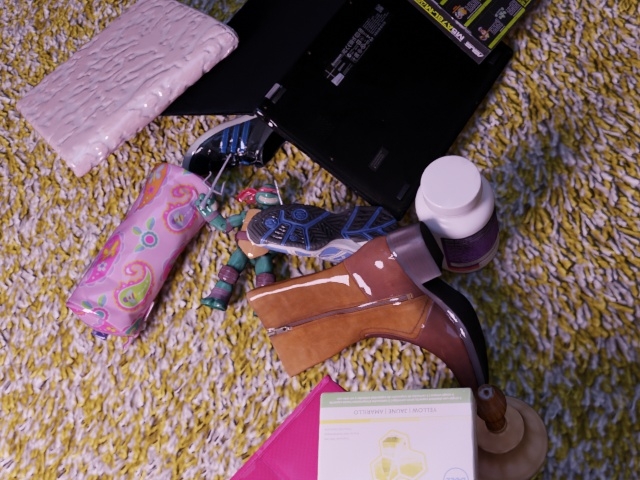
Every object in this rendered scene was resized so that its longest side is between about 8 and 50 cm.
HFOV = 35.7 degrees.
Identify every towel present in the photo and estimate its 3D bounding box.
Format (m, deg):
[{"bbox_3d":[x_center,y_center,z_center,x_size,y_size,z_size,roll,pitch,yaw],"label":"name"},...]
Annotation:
[{"bbox_3d":[-0.326,-0.267,1.633,0.332,0.053,0.317,-43,39,-9],"label":"towel"}]

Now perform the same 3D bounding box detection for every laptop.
[{"bbox_3d":[0.016,-0.252,1.577,0.408,0.236,0.382,37,64,-4],"label":"laptop"}]

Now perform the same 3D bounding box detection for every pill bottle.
[{"bbox_3d":[0.190,-0.038,1.380,0.108,0.193,0.108,-5,65,11],"label":"pill bottle"}]

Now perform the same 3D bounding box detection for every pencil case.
[{"bbox_3d":[-0.268,0.019,1.514,0.124,0.124,0.284,23,73,22],"label":"pencil case"}]

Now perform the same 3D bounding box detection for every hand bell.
[{"bbox_3d":[0.216,0.219,1.228,0.126,0.242,0.126,-6,64,11],"label":"hand bell"}]

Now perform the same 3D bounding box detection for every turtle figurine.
[{"bbox_3d":[-0.097,-0.006,1.482,0.175,0.118,0.234,6,80,24],"label":"turtle figurine"}]

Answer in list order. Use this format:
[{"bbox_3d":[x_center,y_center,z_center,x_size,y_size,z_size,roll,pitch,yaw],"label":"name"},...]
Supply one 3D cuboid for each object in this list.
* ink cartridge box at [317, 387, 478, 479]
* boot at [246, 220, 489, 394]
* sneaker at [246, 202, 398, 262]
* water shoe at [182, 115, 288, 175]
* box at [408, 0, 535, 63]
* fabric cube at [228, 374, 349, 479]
[{"bbox_3d":[0.083,0.279,1.057,0.171,0.056,0.235,-4,62,11],"label":"ink cartridge box"},{"bbox_3d":[0.068,0.138,1.369,0.280,0.264,0.096,-25,18,20],"label":"boot"},{"bbox_3d":[0.000,0.000,1.390,0.211,0.081,0.080,3,55,-12],"label":"sneaker"},{"bbox_3d":[-0.123,-0.149,1.576,0.203,0.073,0.080,-31,60,-2],"label":"water shoe"},{"bbox_3d":[0.236,-0.397,1.553,0.184,0.045,0.190,42,61,-2],"label":"box"},{"bbox_3d":[0.037,0.367,1.197,0.258,0.254,0.259,39,79,25],"label":"fabric cube"}]
